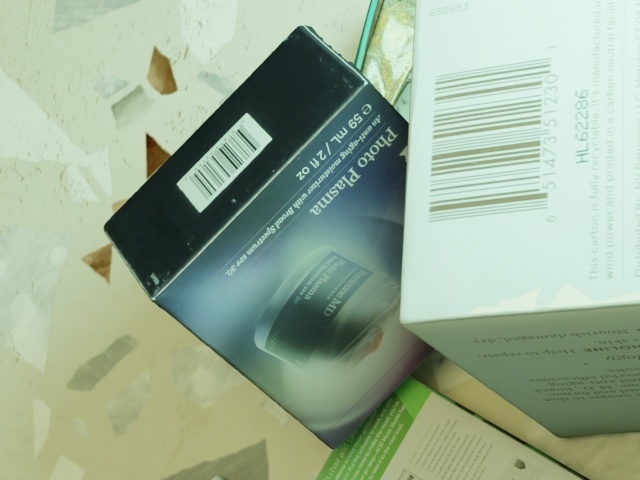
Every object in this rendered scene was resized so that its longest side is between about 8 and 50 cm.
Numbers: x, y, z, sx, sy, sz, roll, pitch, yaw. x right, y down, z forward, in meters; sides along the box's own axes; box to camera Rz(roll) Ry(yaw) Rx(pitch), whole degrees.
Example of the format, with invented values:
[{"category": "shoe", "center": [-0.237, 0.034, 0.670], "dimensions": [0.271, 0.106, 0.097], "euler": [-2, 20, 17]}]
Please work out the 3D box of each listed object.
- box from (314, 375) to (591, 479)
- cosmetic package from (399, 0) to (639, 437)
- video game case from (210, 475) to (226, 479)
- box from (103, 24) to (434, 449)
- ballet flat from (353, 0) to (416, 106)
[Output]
[{"category": "box", "center": [0.134, 0.294, 1.731], "dimensions": [0.322, 0.058, 0.232], "euler": [29, 87, 32]}, {"category": "cosmetic package", "center": [0.300, -0.030, 1.556], "dimensions": [0.327, 0.393, 0.329], "euler": [-7, 68, 26]}, {"category": "video game case", "center": [-0.124, 0.381, 1.860], "dimensions": [0.173, 0.022, 0.190], "euler": [-43, 57, 9]}, {"category": "box", "center": [0.000, 0.000, 1.739], "dimensions": [0.296, 0.294, 0.183], "euler": [-46, 35, 3]}, {"category": "ballet flat", "center": [0.059, -0.110, 1.899], "dimensions": [0.123, 0.123, 0.349], "euler": [15, 81, 32]}]
